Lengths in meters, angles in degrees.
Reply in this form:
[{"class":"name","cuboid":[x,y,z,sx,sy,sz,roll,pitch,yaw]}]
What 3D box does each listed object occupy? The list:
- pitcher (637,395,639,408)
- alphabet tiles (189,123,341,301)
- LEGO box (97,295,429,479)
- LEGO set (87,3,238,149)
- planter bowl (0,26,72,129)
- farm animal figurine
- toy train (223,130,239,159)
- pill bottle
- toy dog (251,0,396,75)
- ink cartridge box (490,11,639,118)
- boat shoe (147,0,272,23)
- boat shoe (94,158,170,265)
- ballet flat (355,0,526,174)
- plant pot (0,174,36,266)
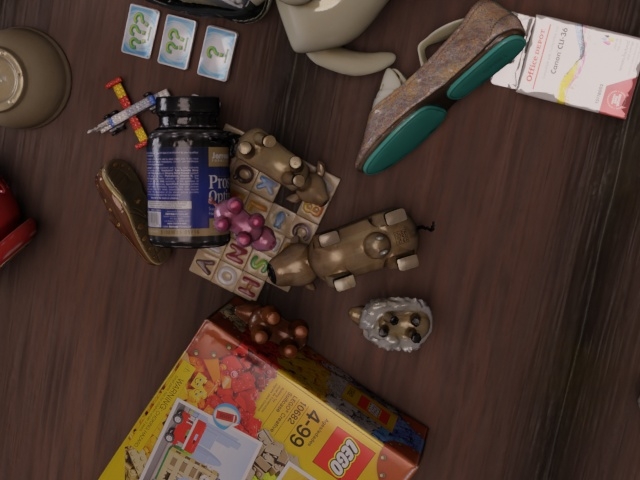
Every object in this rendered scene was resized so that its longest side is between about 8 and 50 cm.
[{"class":"pitcher","cuboid":[0.551,0.192,1.637,0.207,0.125,0.177,-30,72,3]},{"class":"alphabet tiles","cuboid":[-0.106,-0.032,1.768,0.198,0.009,0.237,26,102,5]},{"class":"LEGO box","cuboid":[-0.131,0.399,1.746,0.372,0.193,0.500,34,103,4]},{"class":"LEGO set","cuboid":[-0.242,-0.221,1.740,0.183,0.060,0.244,18,102,11]},{"class":"planter bowl","cuboid":[-0.477,-0.248,1.751,0.162,0.109,0.162,1,98,10]},{"class":"farm animal figurine","cuboid":[0.000,0.000,1.676,0.327,0.172,0.330,-1,94,-6]},{"class":"toy train","cuboid":[-0.161,-0.092,1.751,0.036,0.027,0.158,18,101,11]},{"class":"pill bottle","cuboid":[-0.194,-0.101,1.683,0.123,0.123,0.219,1,95,10]},{"class":"toy dog","cuboid":[0.089,-0.440,1.535,0.408,0.284,0.395,-26,106,13]},{"class":"ink cartridge box","cuboid":[0.347,-0.250,1.620,0.198,0.067,0.115,15,101,9]},{"class":"boat shoe","cuboid":[-0.235,-0.405,1.661,0.340,0.113,0.127,29,109,-3]},{"class":"boat shoe","cuboid":[-0.293,-0.039,1.780,0.060,0.064,0.178,-28,92,44]},{"class":"ballet flat","cuboid":[0.154,-0.225,1.648,0.316,0.107,0.106,-40,66,18]},{"class":"plant pot","cuboid":[-0.549,-0.024,1.765,0.191,0.191,0.174,-39,100,14]}]
